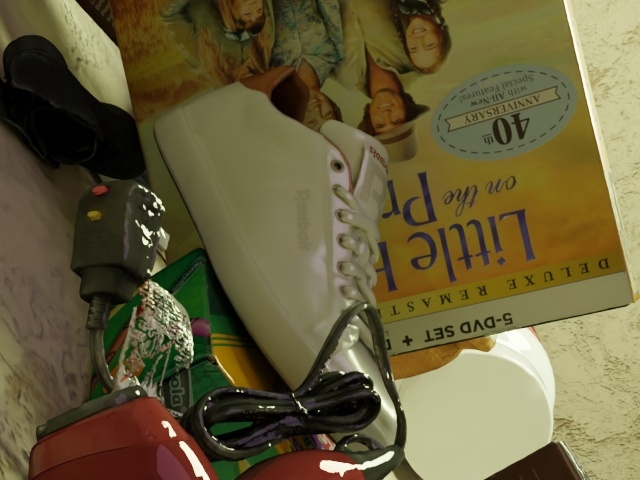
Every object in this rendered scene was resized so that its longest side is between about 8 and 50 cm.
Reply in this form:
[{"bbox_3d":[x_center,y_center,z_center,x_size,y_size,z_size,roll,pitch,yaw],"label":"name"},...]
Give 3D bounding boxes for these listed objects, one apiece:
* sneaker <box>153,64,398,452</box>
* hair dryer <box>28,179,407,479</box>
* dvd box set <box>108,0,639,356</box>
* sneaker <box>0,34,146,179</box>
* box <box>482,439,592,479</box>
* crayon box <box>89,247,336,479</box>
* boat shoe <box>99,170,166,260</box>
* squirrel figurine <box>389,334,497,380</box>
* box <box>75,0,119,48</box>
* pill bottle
[{"bbox_3d":[0.000,0.000,0.911,0.290,0.123,0.106,62,3,34],"label":"sneaker"},{"bbox_3d":[-0.029,0.118,0.696,0.223,0.080,0.293,29,50,-29],"label":"hair dryer"},{"bbox_3d":[0.016,-0.130,1.032,0.062,0.307,0.420,-6,83,-75],"label":"dvd box set"},{"bbox_3d":[-0.163,-0.072,1.008,0.170,0.051,0.089,48,13,-44],"label":"sneaker"},{"bbox_3d":[0.137,0.275,1.105,0.167,0.203,0.168,63,6,26],"label":"box"},{"bbox_3d":[-0.025,0.158,0.891,0.278,0.081,0.165,58,6,-19],"label":"crayon box"},{"bbox_3d":[-0.103,-0.039,1.162,0.183,0.083,0.065,55,8,-42],"label":"boat shoe"},{"bbox_3d":[0.016,-0.015,1.498,0.397,0.281,0.370,-49,120,-69],"label":"squirrel figurine"},{"bbox_3d":[-0.072,-0.216,1.252,0.381,0.143,0.191,46,41,6],"label":"box"},{"bbox_3d":[0.168,0.160,1.844,0.210,0.210,0.363,59,6,-12],"label":"pill bottle"}]
